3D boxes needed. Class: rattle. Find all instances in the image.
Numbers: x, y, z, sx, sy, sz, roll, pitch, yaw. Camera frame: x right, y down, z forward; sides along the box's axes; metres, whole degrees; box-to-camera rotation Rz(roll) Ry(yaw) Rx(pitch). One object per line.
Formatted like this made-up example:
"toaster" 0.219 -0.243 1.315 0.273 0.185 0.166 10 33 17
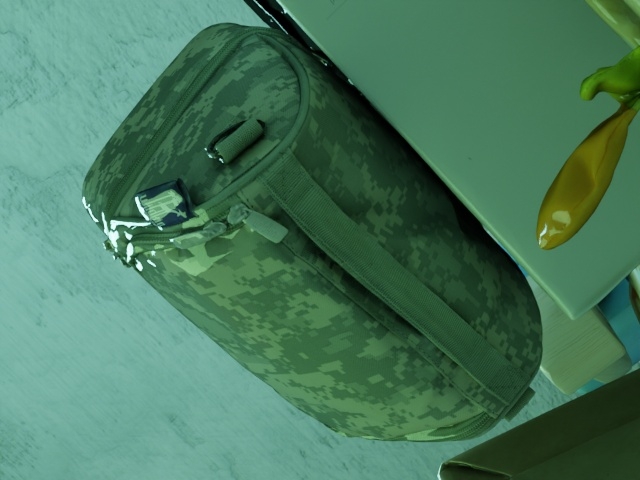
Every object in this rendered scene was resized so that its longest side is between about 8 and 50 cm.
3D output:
"rattle" 0.098 -0.117 0.539 0.200 0.143 0.130 37 -151 -27

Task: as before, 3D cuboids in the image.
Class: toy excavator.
"toy excavator" 0.324 0.081 1.383 0.433 0.222 0.445 41 -165 -34

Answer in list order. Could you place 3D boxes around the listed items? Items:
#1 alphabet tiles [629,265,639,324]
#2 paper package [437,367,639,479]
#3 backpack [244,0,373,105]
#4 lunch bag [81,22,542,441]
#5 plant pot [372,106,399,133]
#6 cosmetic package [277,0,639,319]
"alphabet tiles" 0.310 0.066 0.975 0.285 0.011 0.342 67 -172 -52
"paper package" 0.279 0.244 0.750 0.324 0.309 0.168 63 180 -30
"backpack" -0.004 -0.275 1.055 0.253 0.191 0.225 42 -178 17
"lunch bag" 0.000 0.000 0.811 0.305 0.212 0.256 42 174 -29
"plant pot" 0.115 -0.200 1.259 0.187 0.188 0.167 50 176 18
"cosmetic package" 0.087 -0.147 0.754 0.385 0.156 0.217 49 -172 2
